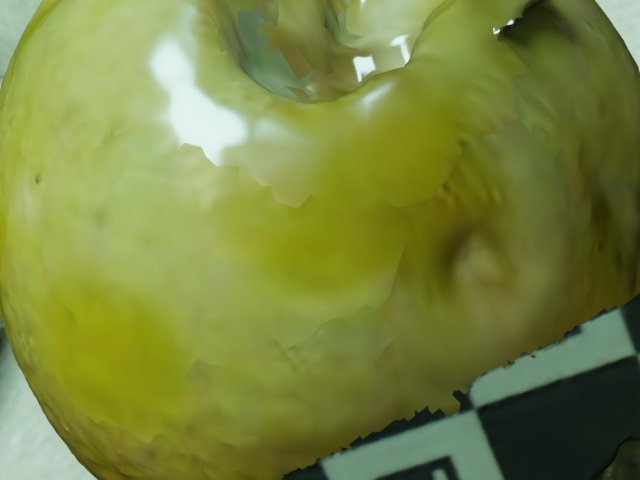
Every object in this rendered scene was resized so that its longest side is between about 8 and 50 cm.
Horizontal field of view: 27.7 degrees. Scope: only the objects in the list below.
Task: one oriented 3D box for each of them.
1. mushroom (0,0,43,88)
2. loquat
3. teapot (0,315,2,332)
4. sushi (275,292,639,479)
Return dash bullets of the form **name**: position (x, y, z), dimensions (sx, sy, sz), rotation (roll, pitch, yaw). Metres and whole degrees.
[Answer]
- **mushroom**: position (-0.142, -0.088, 0.654), dimensions (0.154, 0.122, 0.154), rotation (-12, 50, 15)
- **loquat**: position (0.000, 0.000, 0.437), dimensions (0.244, 0.244, 0.243), rotation (-16, 54, 23)
- **teapot**: position (-0.262, 0.034, 0.640), dimensions (0.201, 0.107, 0.077), rotation (15, 57, 7)
- **sushi**: position (0.099, 0.105, 0.351), dimensions (0.193, 0.210, 0.040), rotation (-29, 17, 13)
